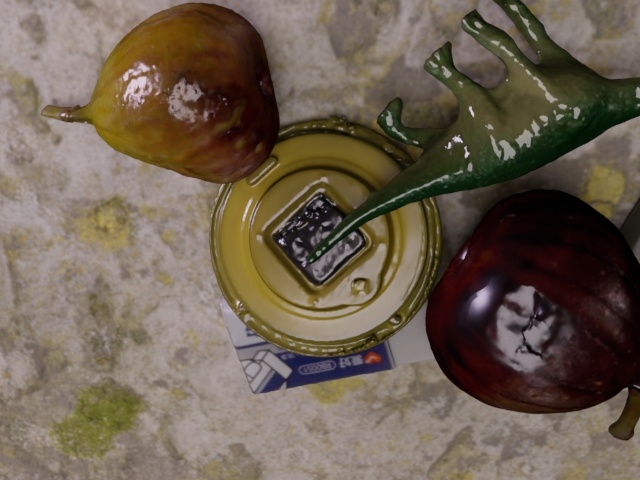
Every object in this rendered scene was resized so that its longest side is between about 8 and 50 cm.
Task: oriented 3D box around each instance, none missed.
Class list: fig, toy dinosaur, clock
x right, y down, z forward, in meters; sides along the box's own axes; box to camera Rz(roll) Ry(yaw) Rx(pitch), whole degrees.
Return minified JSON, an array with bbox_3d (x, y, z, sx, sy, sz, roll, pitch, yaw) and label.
[{"bbox_3d":[-0.160,-0.128,0.721,0.257,0.159,0.159,0,119,29],"label":"fig"},{"bbox_3d":[0.217,-0.071,0.679,0.301,0.087,0.447,42,103,-1],"label":"toy dinosaur"},{"bbox_3d":[0.228,0.081,0.714,0.249,0.186,0.204,32,96,4],"label":"fig"},{"bbox_3d":[0.000,0.000,0.755,0.236,0.057,0.237,0,92,8],"label":"clock"}]

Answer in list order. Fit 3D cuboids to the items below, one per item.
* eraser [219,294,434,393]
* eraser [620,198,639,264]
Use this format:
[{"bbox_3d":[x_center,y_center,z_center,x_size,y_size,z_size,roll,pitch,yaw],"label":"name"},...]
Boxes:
[{"bbox_3d":[0.013,0.081,0.835,0.210,0.068,0.125,-12,114,10],"label":"eraser"},{"bbox_3d":[0.371,-0.061,0.733,0.089,0.061,0.352,21,117,-7],"label":"eraser"}]
